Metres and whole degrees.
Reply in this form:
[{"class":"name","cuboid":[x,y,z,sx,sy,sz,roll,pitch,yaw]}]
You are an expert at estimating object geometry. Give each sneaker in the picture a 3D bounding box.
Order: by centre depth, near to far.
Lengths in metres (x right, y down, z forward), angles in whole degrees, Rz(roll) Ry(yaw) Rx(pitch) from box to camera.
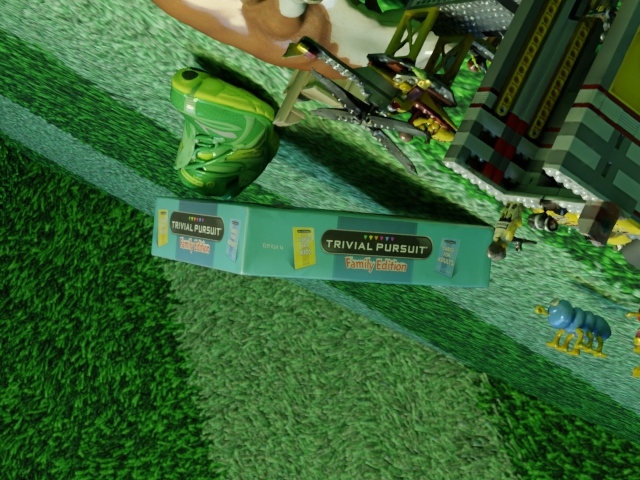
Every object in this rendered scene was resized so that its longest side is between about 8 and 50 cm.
[{"class":"sneaker","cuboid":[-0.116,-0.114,1.450,0.109,0.124,0.295,26,171,14]}]

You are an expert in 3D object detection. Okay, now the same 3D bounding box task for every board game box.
[{"class":"board game box","cuboid":[0.000,0.000,1.482,0.336,0.079,0.253,4,-178,-31]}]

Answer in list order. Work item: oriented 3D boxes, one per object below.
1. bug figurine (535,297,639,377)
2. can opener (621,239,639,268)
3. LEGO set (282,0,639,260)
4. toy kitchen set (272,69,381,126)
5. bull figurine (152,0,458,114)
[{"class":"bug figurine","cuboid":[0.393,0.115,1.427,0.216,0.072,0.279,23,169,-18]},{"class":"can opener","cuboid":[0.304,-0.012,0.895,0.095,0.076,0.283,27,173,4]},{"class":"LEGO set","cuboid":[0.153,-0.055,0.682,0.255,0.192,0.331,32,171,-34]},{"class":"toy kitchen set","cuboid":[0.005,-0.125,1.175,0.075,0.068,0.083,30,172,-21]},{"class":"bull figurine","cuboid":[-0.051,-0.191,0.834,0.310,0.101,0.188,24,168,4]}]
